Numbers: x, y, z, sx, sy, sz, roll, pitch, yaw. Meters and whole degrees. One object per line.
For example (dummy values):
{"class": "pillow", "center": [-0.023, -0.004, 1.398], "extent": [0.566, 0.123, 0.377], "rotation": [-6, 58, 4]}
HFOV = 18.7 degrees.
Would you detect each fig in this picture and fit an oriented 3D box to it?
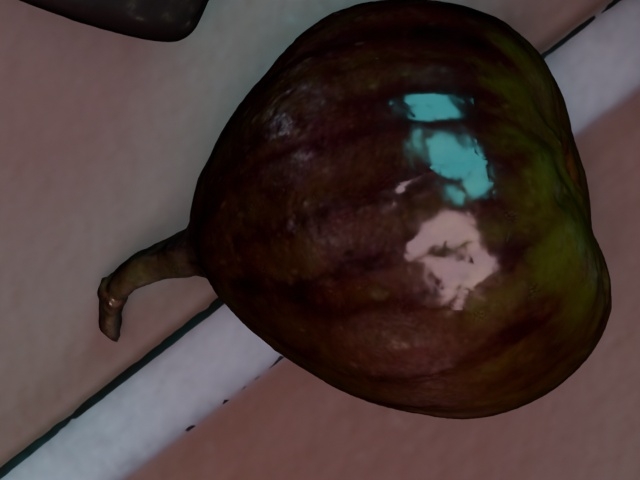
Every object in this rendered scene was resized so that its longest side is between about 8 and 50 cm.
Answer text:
{"class": "fig", "center": [0.017, -0.018, 0.724], "extent": [0.202, 0.148, 0.149], "rotation": [20, 72, 17]}

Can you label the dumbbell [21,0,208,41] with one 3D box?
{"class": "dumbbell", "center": [-0.068, -0.192, 0.698], "extent": [0.140, 0.124, 0.225], "rotation": [23, 98, -6]}
